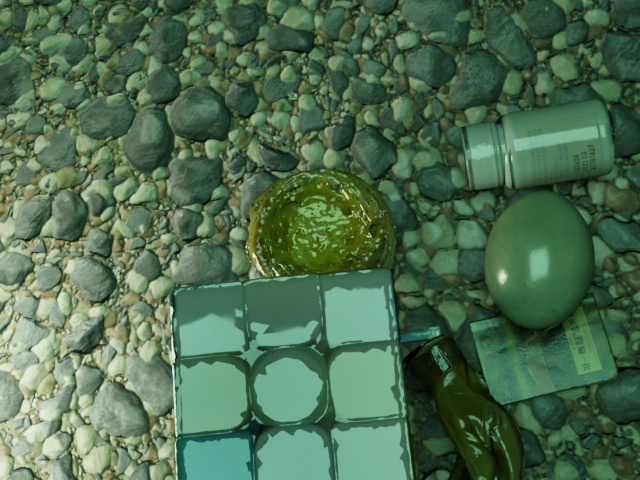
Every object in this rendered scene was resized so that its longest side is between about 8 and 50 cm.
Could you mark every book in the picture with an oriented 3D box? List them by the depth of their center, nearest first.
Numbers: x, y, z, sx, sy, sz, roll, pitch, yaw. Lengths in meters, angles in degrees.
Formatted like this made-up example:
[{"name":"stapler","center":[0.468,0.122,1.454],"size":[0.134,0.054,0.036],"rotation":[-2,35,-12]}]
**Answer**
[{"name":"book","center":[0.394,0.195,1.643],"size":[0.228,0.024,0.160],"rotation":[-14,71,7]}]

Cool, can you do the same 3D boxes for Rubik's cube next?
[{"name":"Rubik's cube","center":[-0.036,0.257,1.475],"size":[0.347,0.344,0.347],"rotation":[-4,74,3]}]

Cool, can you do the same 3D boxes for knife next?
[{"name":"knife","center":[0.173,0.176,1.694],"size":[0.096,0.010,0.027],"rotation":[-9,74,10]}]

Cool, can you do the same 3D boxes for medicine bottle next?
[{"name":"medicine bottle","center":[0.390,-0.169,1.680],"size":[0.258,0.143,0.143],"rotation":[-8,74,7]}]

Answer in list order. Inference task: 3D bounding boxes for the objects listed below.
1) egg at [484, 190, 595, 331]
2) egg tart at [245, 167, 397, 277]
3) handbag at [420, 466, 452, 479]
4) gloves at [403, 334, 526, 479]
[{"name":"egg","center":[0.378,0.033,1.603],"size":[0.186,0.186,0.253],"rotation":[3,72,11]},{"name":"egg tart","center":[0.000,0.000,1.727],"size":[0.291,0.107,0.291],"rotation":[-2,72,5]},{"name":"handbag","center":[0.200,0.458,1.590],"size":[0.115,0.072,0.139],"rotation":[13,64,12]},{"name":"gloves","center":[0.255,0.317,1.560],"size":[0.141,0.154,0.331],"rotation":[-15,67,-24]}]
